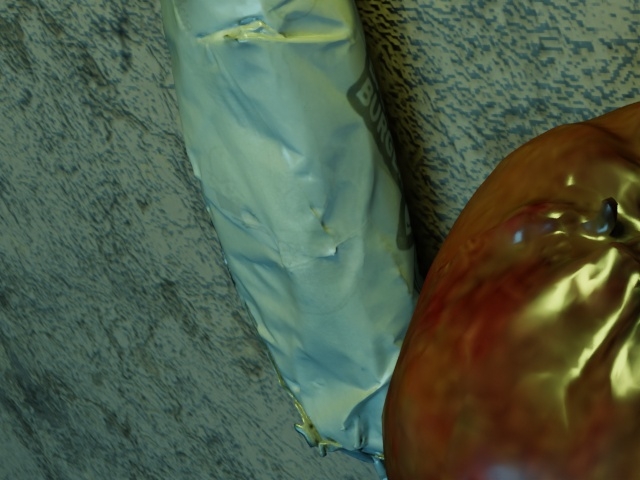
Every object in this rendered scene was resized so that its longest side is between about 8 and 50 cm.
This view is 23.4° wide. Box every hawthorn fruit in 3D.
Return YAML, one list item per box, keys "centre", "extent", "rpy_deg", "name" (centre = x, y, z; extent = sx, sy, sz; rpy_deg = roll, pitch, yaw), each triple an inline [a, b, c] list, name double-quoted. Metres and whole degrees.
- centre: [0.187, 0.093, 0.610]
  extent: [0.308, 0.308, 0.325]
  rpy_deg: [-1, 124, 53]
  name: "hawthorn fruit"

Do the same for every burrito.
- centre: [0.000, 0.000, 0.935]
  extent: [0.139, 0.101, 0.445]
  rpy_deg: [17, 137, 39]
  name: "burrito"
